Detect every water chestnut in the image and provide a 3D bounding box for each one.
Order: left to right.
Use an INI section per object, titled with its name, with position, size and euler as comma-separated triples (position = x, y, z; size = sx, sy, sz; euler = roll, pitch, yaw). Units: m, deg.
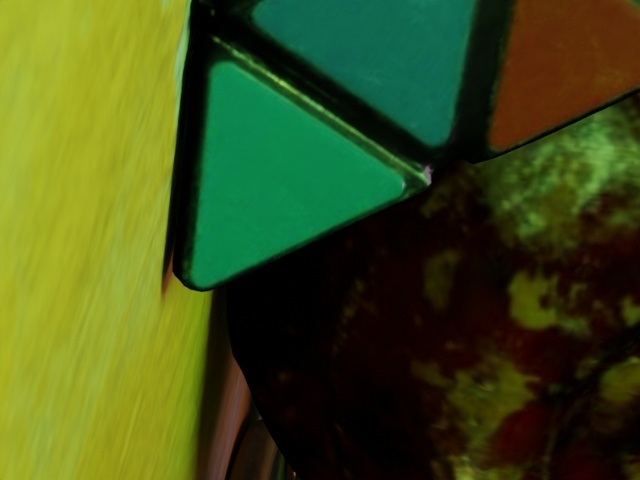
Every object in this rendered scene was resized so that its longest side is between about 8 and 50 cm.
[water chestnut]
position = 0.082, -0.007, 0.657
size = 0.289, 0.244, 0.289
euler = 12, 90, -85

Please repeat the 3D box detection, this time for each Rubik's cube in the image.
[Rubik's cube]
position = 0.012, -0.123, 0.551
size = 0.250, 0.284, 0.234
euler = -56, -154, 13

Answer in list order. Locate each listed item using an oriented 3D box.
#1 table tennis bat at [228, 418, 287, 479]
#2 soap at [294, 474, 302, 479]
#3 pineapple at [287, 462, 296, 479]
[table tennis bat]
position = -0.046, 0.247, 0.916
size = 0.198, 0.050, 0.320
euler = -77, 171, -53
[soap]
position = 0.046, 0.052, 0.983
size = 0.233, 0.076, 0.135
euler = -71, 173, -48
[pineapple]
position = 0.031, 0.249, 1.039
size = 0.164, 0.140, 0.249
euler = -139, -126, -71
